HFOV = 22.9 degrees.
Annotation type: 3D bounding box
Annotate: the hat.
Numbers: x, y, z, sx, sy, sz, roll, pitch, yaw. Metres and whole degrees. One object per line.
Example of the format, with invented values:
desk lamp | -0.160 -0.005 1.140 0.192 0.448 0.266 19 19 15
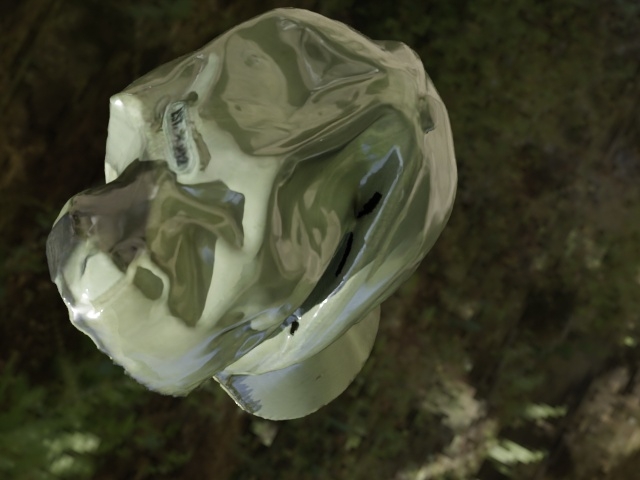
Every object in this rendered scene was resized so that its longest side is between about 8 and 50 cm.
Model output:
hat | -0.004 0.002 0.432 0.081 0.122 0.166 5 155 15
